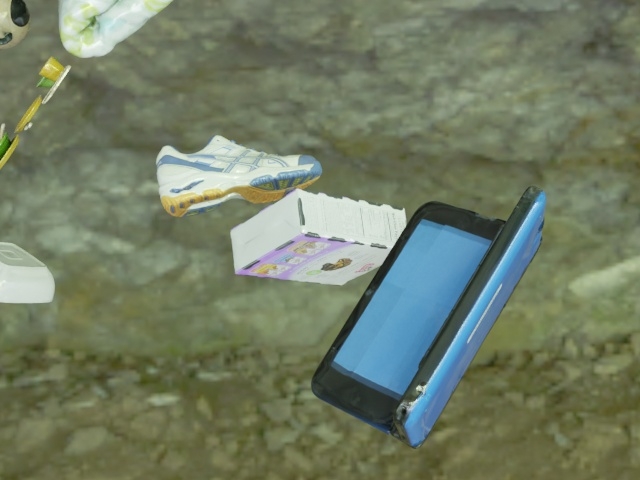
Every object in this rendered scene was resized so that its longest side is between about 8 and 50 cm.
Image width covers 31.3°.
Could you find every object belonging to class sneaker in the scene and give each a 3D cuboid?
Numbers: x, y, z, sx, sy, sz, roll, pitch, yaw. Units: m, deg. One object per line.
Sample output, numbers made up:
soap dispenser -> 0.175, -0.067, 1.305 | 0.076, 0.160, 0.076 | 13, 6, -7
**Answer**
sneaker -> -0.144, -0.135, 2.014 | 0.296, 0.131, 0.112 | -9, -21, -21

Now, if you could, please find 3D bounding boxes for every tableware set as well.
tableware set -> -0.304, -0.121, 1.145 | 0.024, 0.154, 0.104 | 34, -5, -19

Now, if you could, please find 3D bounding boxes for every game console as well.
game console -> 0.111, 0.065, 1.293 | 0.173, 0.293, 0.250 | 28, -13, 16

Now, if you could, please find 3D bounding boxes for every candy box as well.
candy box -> 0.000, 0.000, 1.615 | 0.196, 0.070, 0.165 | 8, -25, -38

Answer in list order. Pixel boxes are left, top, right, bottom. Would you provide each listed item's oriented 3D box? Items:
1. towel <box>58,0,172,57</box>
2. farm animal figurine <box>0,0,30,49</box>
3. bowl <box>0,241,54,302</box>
towel -> -0.132, -0.383, 1.199 | 0.374, 0.090, 0.320 | -37, 31, 15
farm animal figurine -> -0.438, -0.362, 1.258 | 0.172, 0.330, 0.327 | -40, 21, 4
bowl -> -0.491, 0.043, 1.775 | 0.142, 0.053, 0.142 | 29, 12, 30
